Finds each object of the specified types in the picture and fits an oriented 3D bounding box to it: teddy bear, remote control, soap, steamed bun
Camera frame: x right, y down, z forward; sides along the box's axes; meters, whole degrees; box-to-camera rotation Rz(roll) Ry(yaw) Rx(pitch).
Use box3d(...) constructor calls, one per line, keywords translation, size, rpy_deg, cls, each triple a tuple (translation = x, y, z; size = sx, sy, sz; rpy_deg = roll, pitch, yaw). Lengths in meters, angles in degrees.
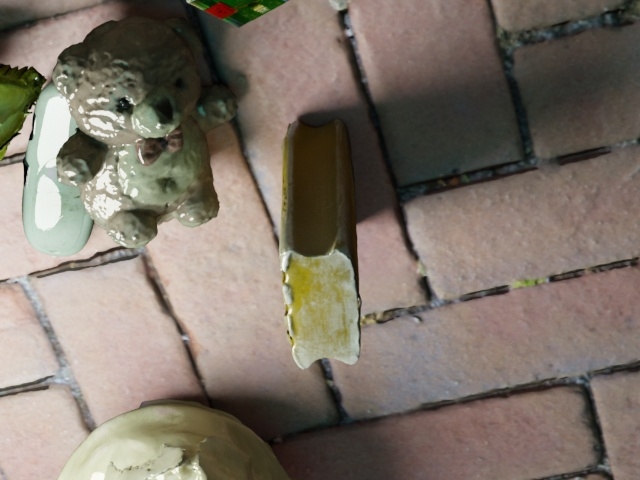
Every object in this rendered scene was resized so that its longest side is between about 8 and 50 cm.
box3d(translation=(-0.204, -0.128, 2.093), size=(0.236, 0.151, 0.267), rpy_deg=(-21, 136, -29), cls="teddy bear")
box3d(translation=(-0.311, -0.082, 2.189), size=(0.097, 0.045, 0.256), rpy_deg=(6, 123, -5), cls="remote control")
box3d(translation=(0.000, 0.000, 2.098), size=(0.089, 0.274, 0.173), rpy_deg=(-5, 125, 3), cls="soap")
box3d(translation=(-0.189, 0.324, 2.369), size=(0.346, 0.237, 0.394), rpy_deg=(-8, 153, -20), cls="steamed bun")

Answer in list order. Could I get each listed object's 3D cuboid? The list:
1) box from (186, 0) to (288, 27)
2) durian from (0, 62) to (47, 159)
box3d(translation=(-0.025, -0.310, 1.977), size=(0.235, 0.034, 0.132), rpy_deg=(-27, 164, 19), cls="box")
box3d(translation=(-0.494, -0.122, 2.072), size=(0.394, 0.198, 0.163), rpy_deg=(-18, 123, 9), cls="durian")
